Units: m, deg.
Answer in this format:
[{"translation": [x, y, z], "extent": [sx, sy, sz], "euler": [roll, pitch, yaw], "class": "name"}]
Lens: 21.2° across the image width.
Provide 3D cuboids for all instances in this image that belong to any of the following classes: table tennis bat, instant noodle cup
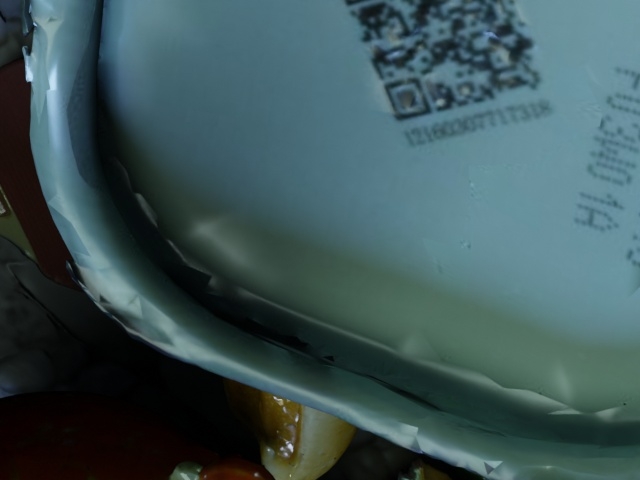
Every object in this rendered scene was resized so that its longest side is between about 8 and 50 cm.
[{"translation": [-0.133, -0.027, 0.822], "extent": [0.220, 0.019, 0.130], "euler": [-9, 116, 30], "class": "table tennis bat"}, {"translation": [0.080, -0.107, 0.476], "extent": [0.294, 0.308, 0.294], "euler": [13, 125, 20], "class": "instant noodle cup"}]

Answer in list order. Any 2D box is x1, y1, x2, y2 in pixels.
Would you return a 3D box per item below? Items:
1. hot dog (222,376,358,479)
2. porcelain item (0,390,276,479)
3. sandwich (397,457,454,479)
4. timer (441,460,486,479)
[{"translation": [0.000, 0.000, 0.731], "extent": [0.076, 0.102, 0.249], "euler": [-10, 127, -15], "class": "hot dog"}, {"translation": [-0.090, 0.168, 0.785], "extent": [0.253, 0.253, 0.253], "euler": [13, 125, 19], "class": "porcelain item"}, {"translation": [0.053, 0.221, 0.766], "extent": [0.144, 0.187, 0.117], "euler": [29, 158, 1], "class": "sandwich"}, {"translation": [0.118, 0.074, 0.741], "extent": [0.128, 0.047, 0.140], "euler": [44, 129, -6], "class": "timer"}]
